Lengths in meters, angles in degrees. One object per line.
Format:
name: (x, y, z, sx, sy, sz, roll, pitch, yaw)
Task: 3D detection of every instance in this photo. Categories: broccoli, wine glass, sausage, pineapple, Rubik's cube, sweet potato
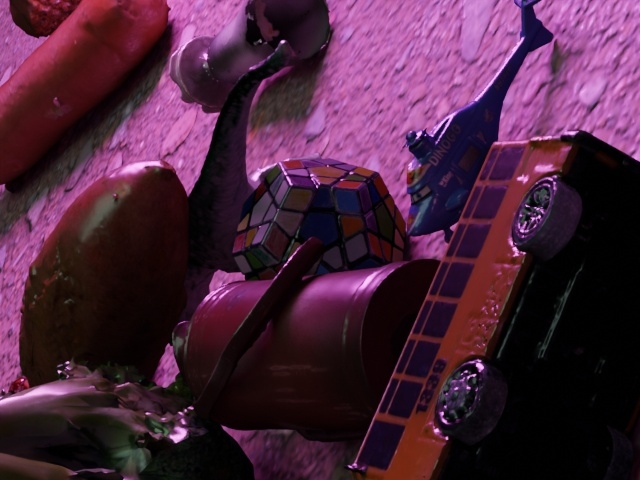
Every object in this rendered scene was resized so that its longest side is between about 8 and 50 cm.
broccoli: (-0.168, 0.184, 1.189, 0.294, 0.245, 0.265, -5, 59, 51)
wine glass: (-0.057, -0.152, 1.551, 0.155, 0.072, 0.072, -24, 44, 58)
sausage: (-0.269, -0.157, 1.995, 0.419, 0.094, 0.094, -35, 65, 49)
pineapple: (-0.242, -0.265, 2.013, 0.159, 0.074, 0.074, -27, 7, -26)
Rubik's cube: (0.000, 0.000, 1.217, 0.111, 0.093, 0.111, -49, 26, 35)
sweet potato: (-0.164, 0.091, 1.358, 0.109, 0.109, 0.385, -94, 19, -51)

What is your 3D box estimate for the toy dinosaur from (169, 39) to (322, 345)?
toy dinosaur: (-0.029, -0.046, 1.301, 0.076, 0.129, 0.383, 55, 149, 24)

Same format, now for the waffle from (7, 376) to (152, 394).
waffle: (-0.200, 0.133, 1.569, 0.221, 0.055, 0.234, -51, 30, 25)

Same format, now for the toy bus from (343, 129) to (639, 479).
toy bus: (0.097, 0.056, 0.934, 0.201, 0.098, 0.114, -66, 22, -8)

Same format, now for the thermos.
thermos: (-0.008, 0.068, 1.120, 0.232, 0.124, 0.099, -9, 34, 53)

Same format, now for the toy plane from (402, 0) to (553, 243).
toy plane: (0.092, -0.073, 1.144, 0.167, 0.062, 0.054, -58, 20, -15)
